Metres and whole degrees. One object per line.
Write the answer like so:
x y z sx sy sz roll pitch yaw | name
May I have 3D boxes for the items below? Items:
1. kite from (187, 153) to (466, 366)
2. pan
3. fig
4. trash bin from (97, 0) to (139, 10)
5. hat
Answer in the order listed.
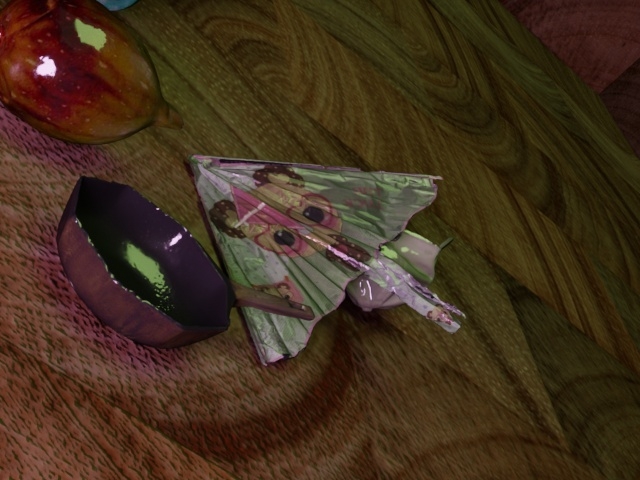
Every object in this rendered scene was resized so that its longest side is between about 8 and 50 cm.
0.000 0.000 1.065 0.267 0.013 0.323 30 39 10 | kite
-0.092 0.041 0.859 0.202 0.048 0.128 37 23 -21 | pan
-0.163 -0.117 0.939 0.154 0.103 0.109 19 55 -38 | fig
-0.147 -0.403 1.270 0.259 0.295 0.381 47 14 -1 | trash bin
0.048 0.015 1.177 0.122 0.081 0.166 12 9 17 | hat
